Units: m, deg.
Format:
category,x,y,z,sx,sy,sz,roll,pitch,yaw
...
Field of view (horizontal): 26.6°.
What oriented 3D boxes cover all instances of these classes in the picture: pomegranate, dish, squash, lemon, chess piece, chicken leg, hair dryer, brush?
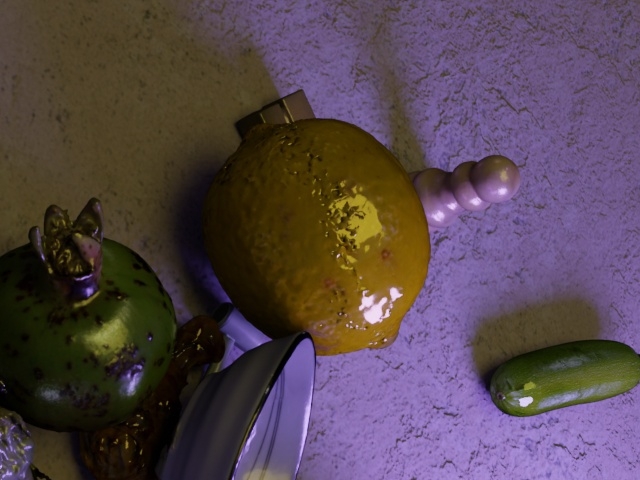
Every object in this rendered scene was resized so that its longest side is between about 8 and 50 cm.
category,x,y,z,sx,sy,sz,roll,pitch,yaw
pomegranate,-0.247,0.074,1.338,0.211,0.263,0.211,4,51,-5
dish,-0.100,0.236,1.465,0.316,0.106,0.316,16,90,-77
squash,0.384,0.202,2.043,0.379,0.101,0.101,-3,80,-42
lemon,0.000,0.000,1.593,0.258,0.258,0.310,-39,103,-45
chess piece,0.201,-0.070,1.890,0.094,0.170,0.094,15,69,-43
chicken leg,-0.180,0.172,1.491,0.251,0.087,0.107,-55,140,-47
hair dryer,-0.114,0.140,1.600,0.063,0.038,0.124,40,57,-30
brush,-0.017,-0.071,1.756,0.103,0.047,0.233,-33,102,-46

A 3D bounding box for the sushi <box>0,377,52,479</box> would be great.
category,x,y,z,sx,sy,sz,roll,pitch,yaw
sushi,-0.361,0.169,1.256,0.139,0.131,0.291,-54,138,-41
